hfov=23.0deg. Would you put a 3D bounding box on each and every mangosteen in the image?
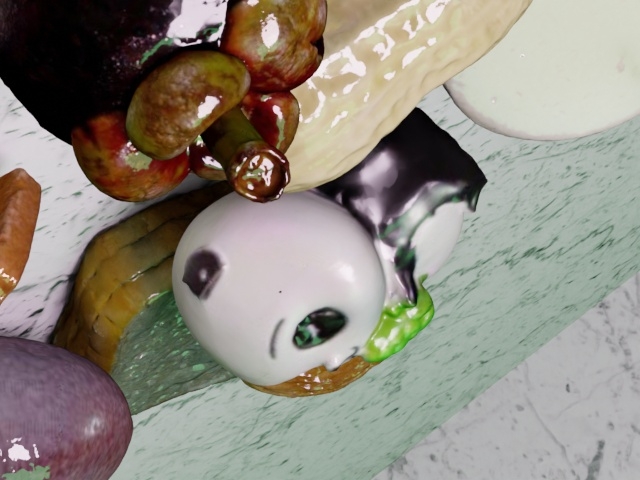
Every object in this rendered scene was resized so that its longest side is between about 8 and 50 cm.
[{"bbox_3d":[-0.087,-0.118,0.939,0.211,0.250,0.211,-26,156,-13],"label":"mangosteen"}]

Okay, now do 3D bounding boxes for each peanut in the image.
[{"bbox_3d":[0.040,-0.162,1.115,0.313,0.152,0.152,-40,162,-3],"label":"peanut"}]

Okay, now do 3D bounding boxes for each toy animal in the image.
[{"bbox_3d":[0.007,0.006,1.340,0.267,0.212,0.212,-54,167,-18],"label":"toy animal"}]

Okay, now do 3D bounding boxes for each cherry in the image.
[{"bbox_3d":[-0.290,0.181,1.400,0.266,0.183,0.213,-1,158,-35],"label":"cherry"}]

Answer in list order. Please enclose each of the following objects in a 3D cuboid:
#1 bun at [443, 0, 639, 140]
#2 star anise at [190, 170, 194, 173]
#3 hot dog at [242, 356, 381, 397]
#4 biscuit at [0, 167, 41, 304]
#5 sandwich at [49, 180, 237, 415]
[{"bbox_3d":[0.196,-0.229,1.342,0.263,0.175,0.263,-8,124,-12],"label":"bun"},{"bbox_3d":[-0.052,-0.122,1.237,0.196,0.111,0.212,-8,155,-42],"label":"star anise"},{"bbox_3d":[0.015,0.079,1.770,0.114,0.175,0.259,35,113,-31],"label":"hot dog"},{"bbox_3d":[-0.300,0.072,1.125,0.306,0.043,0.284,-50,-151,-16],"label":"biscuit"},{"bbox_3d":[-0.127,0.061,1.547,0.271,0.099,0.301,-23,159,-34],"label":"sandwich"}]
